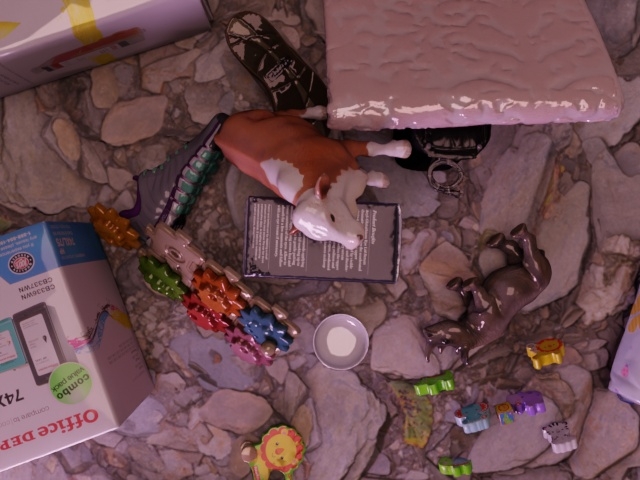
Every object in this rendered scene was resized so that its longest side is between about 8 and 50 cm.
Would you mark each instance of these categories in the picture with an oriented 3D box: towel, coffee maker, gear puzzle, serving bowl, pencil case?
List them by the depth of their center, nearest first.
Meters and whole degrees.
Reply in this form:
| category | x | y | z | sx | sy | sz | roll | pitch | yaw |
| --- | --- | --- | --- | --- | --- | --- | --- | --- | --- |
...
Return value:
| category | x | y | z | sx | sy | sz | roll | pitch | yaw |
| --- | --- | --- | --- | --- | --- | --- | --- | --- | --- |
| towel | 0.167 | -0.260 | 0.810 | 0.331 | 0.053 | 0.317 | -3 | 55 | 0 |
| gear puzzle | -0.189 | 0.060 | 0.897 | 0.339 | 0.175 | 0.044 | 38 | 56 | -2 |
| coffee maker | 0.157 | -0.145 | 0.903 | 0.120 | 0.178 | 0.171 | 24 | 87 | 0 |
| pencil case | 0.521 | 0.122 | 0.953 | 0.124 | 0.113 | 0.273 | 17 | 89 | -8 |
| serving bowl | 0.030 | 0.150 | 0.974 | 0.083 | 0.027 | 0.084 | 0 | 90 | -2 |

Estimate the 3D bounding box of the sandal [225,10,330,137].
| category | x | y | z | sx | sy | sz | roll | pitch | yaw |
| --- | --- | --- | --- | --- | --- | --- | --- | --- | --- |
| sandal | -0.060 | -0.232 | 0.948 | 0.090 | 0.060 | 0.219 | -43 | 110 | -2 |

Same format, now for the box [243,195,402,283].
| category | x | y | z | sx | sy | sz | roll | pitch | yaw |
| --- | --- | --- | --- | --- | --- | --- | --- | --- | --- |
| box | 0.000 | 0.000 | 0.911 | 0.206 | 0.153 | 0.108 | 2 | 89 | -4 |

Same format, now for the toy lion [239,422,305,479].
| category | x | y | z | sx | sy | sz | roll | pitch | yaw |
| --- | --- | --- | --- | --- | --- | --- | --- | --- | --- |
| toy lion | -0.067 | 0.328 | 0.971 | 0.096 | 0.034 | 0.100 | -12 | 91 | -10 |

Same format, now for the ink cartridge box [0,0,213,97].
| category | x | y | z | sx | sy | sz | roll | pitch | yaw |
| --- | --- | --- | --- | --- | --- | --- | --- | --- | --- |
| ink cartridge box | -0.377 | -0.386 | 0.888 | 0.384 | 0.160 | 0.279 | -19 | 91 | -2 |

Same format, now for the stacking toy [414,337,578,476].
| category | x | y | z | sx | sy | sz | roll | pitch | yaw |
| --- | --- | --- | --- | --- | --- | --- | --- | --- | --- |
| stacking toy | 0.261 | 0.248 | 0.956 | 0.221 | 0.052 | 0.167 | -15 | 109 | 3 |

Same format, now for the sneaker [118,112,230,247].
| category | x | y | z | sx | sy | sz | roll | pitch | yaw |
| --- | --- | --- | --- | --- | --- | --- | --- | --- | --- |
| sneaker | -0.214 | -0.099 | 0.938 | 0.098 | 0.083 | 0.224 | 30 | 90 | 3 |

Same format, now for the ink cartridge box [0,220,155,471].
| category | x | y | z | sx | sy | sz | roll | pitch | yaw |
| --- | --- | --- | --- | --- | --- | --- | --- | --- | --- |
| ink cartridge box | -0.377 | 0.133 | 0.871 | 0.198 | 0.197 | 0.270 | -20 | 91 | -2 |

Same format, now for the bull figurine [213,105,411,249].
| category | x | y | z | sx | sy | sz | roll | pitch | yaw |
| --- | --- | --- | --- | --- | --- | --- | --- | --- | --- |
| bull figurine | -0.011 | -0.097 | 0.814 | 0.188 | 0.310 | 0.101 | -12 | 124 | -34 |

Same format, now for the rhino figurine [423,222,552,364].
| category | x | y | z | sx | sy | sz | roll | pitch | yaw |
| --- | --- | --- | --- | --- | --- | --- | --- | --- | --- |
| rhino figurine | 0.242 | 0.094 | 0.961 | 0.106 | 0.073 | 0.243 | 43 | 92 | -13 |
